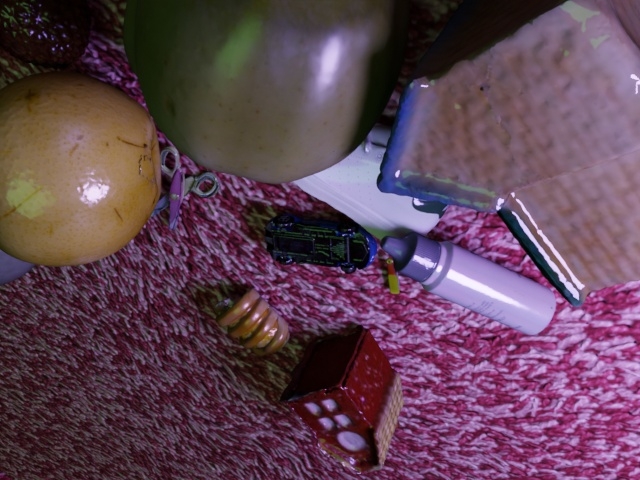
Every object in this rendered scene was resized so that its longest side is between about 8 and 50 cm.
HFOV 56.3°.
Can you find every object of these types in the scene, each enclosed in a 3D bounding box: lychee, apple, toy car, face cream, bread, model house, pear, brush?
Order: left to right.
[{"bbox_3d":[-0.476,-0.387,1.019,0.188,0.188,0.188,11,125,17],"label":"lychee"},{"bbox_3d":[-0.448,-0.123,1.063,0.349,0.348,0.348,11,125,17],"label":"pear"},{"bbox_3d":[-0.147,0.177,1.288,0.177,0.084,0.119,44,128,-13],"label":"bread"},{"bbox_3d":[-0.062,-0.258,0.767,0.357,0.357,0.357,11,125,17],"label":"apple"},{"bbox_3d":[0.000,0.000,1.118,0.216,0.063,0.103,6,123,14],"label":"toy car"},{"bbox_3d":[0.073,0.333,1.218,0.160,0.196,0.254,-28,107,33],"label":"model house"},{"bbox_3d":[0.136,0.063,1.124,0.019,0.021,0.083,2,127,24],"label":"brush"},{"bbox_3d":[0.234,0.062,0.977,0.311,0.092,0.092,23,130,-16],"label":"face cream"},{"bbox_3d":[0.294,-0.139,0.763,0.343,0.334,0.382,-25,113,45],"label":"model house"}]

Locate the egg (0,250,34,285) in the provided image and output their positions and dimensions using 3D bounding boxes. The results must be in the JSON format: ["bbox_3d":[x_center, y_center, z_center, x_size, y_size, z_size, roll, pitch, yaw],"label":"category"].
[{"bbox_3d":[-0.707,-0.042,1.281,0.258,0.258,0.352,42,134,-6],"label":"egg"}]

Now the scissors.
[{"bbox_3d":[-0.290,-0.095,1.212,0.134,0.020,0.187,35,127,-6],"label":"scissors"}]

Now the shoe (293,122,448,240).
[{"bbox_3d":[0.060,-0.139,0.962,0.363,0.131,0.160,38,129,-8],"label":"shoe"}]

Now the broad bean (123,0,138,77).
[{"bbox_3d":[-0.210,-0.364,0.956,0.263,0.121,0.189,-39,103,24],"label":"broad bean"}]
